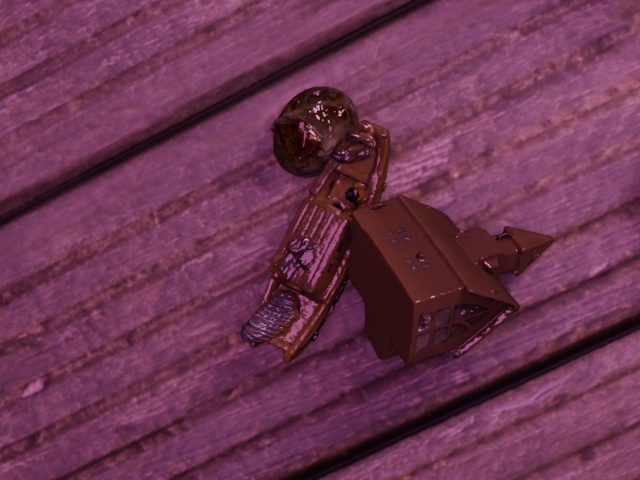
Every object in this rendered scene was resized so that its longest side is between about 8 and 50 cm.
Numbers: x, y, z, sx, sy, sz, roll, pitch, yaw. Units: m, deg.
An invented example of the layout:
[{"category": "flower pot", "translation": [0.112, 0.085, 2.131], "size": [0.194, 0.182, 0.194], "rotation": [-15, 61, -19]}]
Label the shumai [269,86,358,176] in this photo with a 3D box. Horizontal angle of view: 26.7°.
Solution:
[{"category": "shumai", "translation": [-0.014, -0.140, 1.691], "size": [0.099, 0.087, 0.123], "rotation": [30, 95, 9]}]

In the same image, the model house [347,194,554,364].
[{"category": "model house", "translation": [0.178, 0.045, 1.651], "size": [0.248, 0.176, 0.181], "rotation": [-15, 47, -20]}]

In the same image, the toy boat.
[{"category": "toy boat", "translation": [0.000, 0.000, 1.677], "size": [0.089, 0.121, 0.321], "rotation": [28, 97, 17]}]
